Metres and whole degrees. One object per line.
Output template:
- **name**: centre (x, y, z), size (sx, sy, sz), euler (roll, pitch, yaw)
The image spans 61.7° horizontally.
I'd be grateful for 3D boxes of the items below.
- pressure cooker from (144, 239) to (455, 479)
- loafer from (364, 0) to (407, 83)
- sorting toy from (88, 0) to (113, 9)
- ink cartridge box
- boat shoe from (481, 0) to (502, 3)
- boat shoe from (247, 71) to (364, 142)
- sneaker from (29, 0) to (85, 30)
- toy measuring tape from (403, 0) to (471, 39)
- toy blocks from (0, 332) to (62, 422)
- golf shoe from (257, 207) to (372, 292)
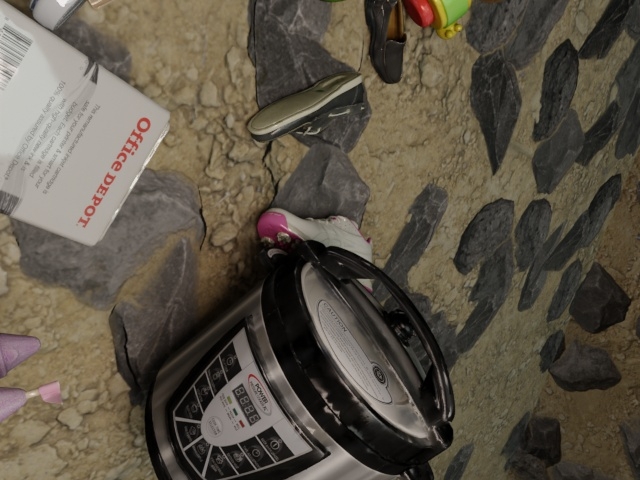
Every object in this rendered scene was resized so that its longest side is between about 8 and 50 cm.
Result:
- **pressure cooker**: centre (-0.017, 0.224, 0.850), size (0.420, 0.375, 0.370), euler (-38, 118, 17)
- **loafer**: centre (0.124, -0.352, 0.949), size (0.062, 0.061, 0.170), euler (-41, 135, -20)
- **sorting toy**: centre (-0.255, -0.327, 0.648), size (0.083, 0.012, 0.062), euler (-38, 129, -17)
- **ink cartridge box**: centre (-0.341, -0.138, 0.601), size (0.273, 0.114, 0.197), euler (32, 89, -46)
- **boat shoe**: centre (0.288, -0.597, 0.925), size (0.341, 0.122, 0.110), euler (72, 24, -43)
- **boat shoe**: centre (-0.015, -0.207, 0.887), size (0.233, 0.084, 0.079), euler (-32, 131, -30)
- **sneaker**: centre (-0.253, -0.336, 0.563), size (0.091, 0.094, 0.258), euler (32, 61, -32)
- **toy measuring tape**: centre (0.179, -0.463, 0.889), size (0.121, 0.121, 0.330), euler (-51, 139, -8)
- **toy blocks**: centre (-0.428, 0.147, 0.554), size (0.260, 0.289, 0.308), euler (-14, 119, -31)
- **golf shoe**: centre (0.000, 0.000, 1.022), size (0.306, 0.115, 0.140), euler (37, 60, -44)
